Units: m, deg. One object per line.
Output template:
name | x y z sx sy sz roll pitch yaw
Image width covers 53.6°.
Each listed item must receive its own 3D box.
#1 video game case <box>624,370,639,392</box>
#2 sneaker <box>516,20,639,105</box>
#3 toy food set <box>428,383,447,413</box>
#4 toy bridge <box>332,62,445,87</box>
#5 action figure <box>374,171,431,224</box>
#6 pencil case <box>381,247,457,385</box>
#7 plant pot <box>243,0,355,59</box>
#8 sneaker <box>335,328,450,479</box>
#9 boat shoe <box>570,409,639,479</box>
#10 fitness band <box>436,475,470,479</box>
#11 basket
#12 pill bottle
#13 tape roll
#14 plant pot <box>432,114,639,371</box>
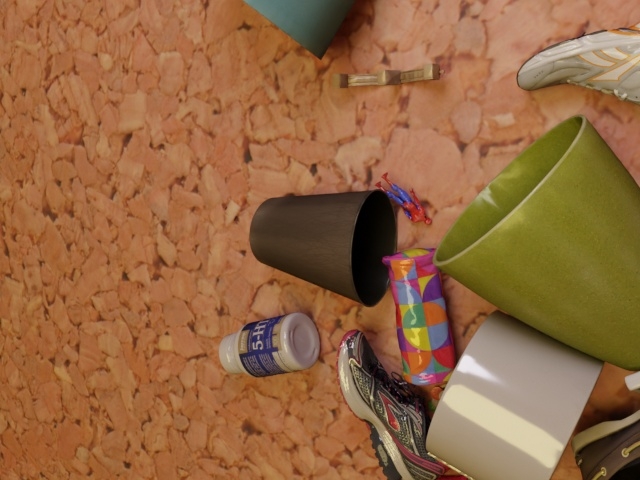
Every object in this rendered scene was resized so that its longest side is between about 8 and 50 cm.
video game case | 0.520 0.161 0.826 0.190 0.173 0.022 -34 53 33
sneaker | 0.400 -0.226 0.856 0.263 0.099 0.120 -9 100 34
toy food set | 0.230 0.291 1.115 0.083 0.020 0.082 -29 85 33
toy bridge | 0.114 -0.268 1.039 0.188 0.063 0.026 4 103 33
action figure | 0.146 -0.068 1.085 0.115 0.030 0.038 46 125 10
pencil case | 0.168 0.130 1.074 0.105 0.104 0.236 -4 98 32
plant pot | -0.048 -0.465 0.977 0.293 0.293 0.235 41 104 18
sneaker | 0.128 0.288 1.127 0.112 0.121 0.299 -29 92 26
boat shoe | 0.475 0.273 0.857 0.117 0.096 0.324 20 138 -16
fitness band | 0.224 0.536 1.148 0.291 0.054 0.208 -15 94 29
basket | 0.000 0.000 1.122 0.227 0.154 0.204 9 112 34
pill bottle | -0.105 0.211 1.251 0.187 0.112 0.111 -17 91 33
tape roll | 0.287 0.247 0.937 0.169 0.246 0.246 25 113 25
plant pot | 0.355 0.031 0.863 0.293 0.275 0.275 43 120 -2
